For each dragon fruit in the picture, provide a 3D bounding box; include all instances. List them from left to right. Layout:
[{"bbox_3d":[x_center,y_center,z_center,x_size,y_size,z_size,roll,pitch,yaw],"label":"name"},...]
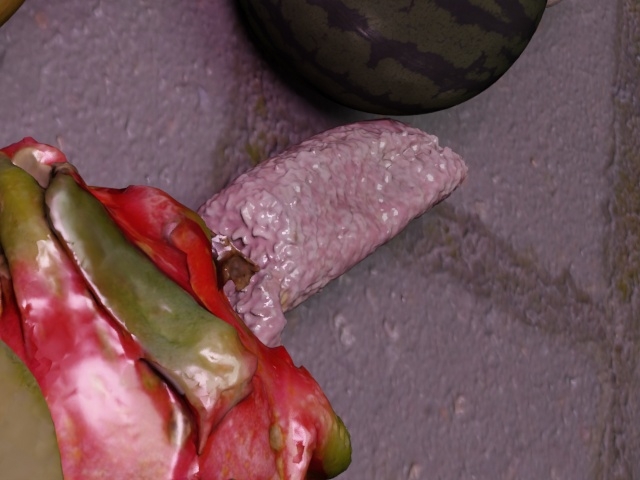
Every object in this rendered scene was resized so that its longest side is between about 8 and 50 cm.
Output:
[{"bbox_3d":[-0.113,0.099,0.973,0.237,0.231,0.302,-73,140,-64],"label":"dragon fruit"}]

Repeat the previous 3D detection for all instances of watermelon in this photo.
[{"bbox_3d":[0.049,-0.184,1.283,0.212,0.212,0.212,20,61,-40],"label":"watermelon"}]

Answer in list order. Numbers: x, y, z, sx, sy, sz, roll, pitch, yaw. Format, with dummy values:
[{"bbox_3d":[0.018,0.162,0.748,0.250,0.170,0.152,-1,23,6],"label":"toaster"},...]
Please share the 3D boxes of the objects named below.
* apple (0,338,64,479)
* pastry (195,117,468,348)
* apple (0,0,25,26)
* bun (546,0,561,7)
[{"bbox_3d":[-0.269,0.145,0.740,0.312,0.320,0.360,28,72,5],"label":"apple"},{"bbox_3d":[-0.009,-0.009,1.237,0.112,0.103,0.265,52,42,-8],"label":"pastry"},{"bbox_3d":[-0.232,-0.207,0.971,0.194,0.261,0.261,-45,110,-19],"label":"apple"},{"bbox_3d":[0.115,-0.238,1.440,0.173,0.120,0.173,49,14,-17],"label":"bun"}]
